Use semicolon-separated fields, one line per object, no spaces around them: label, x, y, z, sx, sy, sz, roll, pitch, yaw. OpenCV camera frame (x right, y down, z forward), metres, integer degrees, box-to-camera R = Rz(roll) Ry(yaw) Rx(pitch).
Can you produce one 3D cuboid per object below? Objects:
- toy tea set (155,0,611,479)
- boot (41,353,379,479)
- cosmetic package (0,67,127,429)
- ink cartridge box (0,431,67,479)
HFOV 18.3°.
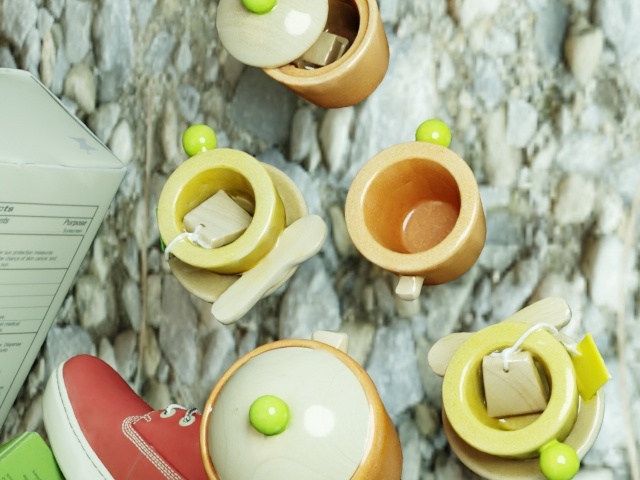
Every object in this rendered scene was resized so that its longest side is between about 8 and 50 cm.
toy tea set;0.000;0.000;1.037;0.200;0.124;0.336;-29;65;7
boot;-0.055;0.109;1.157;0.176;0.088;0.244;-54;52;14
cosmetic package;-0.270;0.038;1.303;0.129;0.153;0.296;44;115;34
ink cartridge box;-0.223;0.256;1.235;0.255;0.097;0.189;-31;97;37
